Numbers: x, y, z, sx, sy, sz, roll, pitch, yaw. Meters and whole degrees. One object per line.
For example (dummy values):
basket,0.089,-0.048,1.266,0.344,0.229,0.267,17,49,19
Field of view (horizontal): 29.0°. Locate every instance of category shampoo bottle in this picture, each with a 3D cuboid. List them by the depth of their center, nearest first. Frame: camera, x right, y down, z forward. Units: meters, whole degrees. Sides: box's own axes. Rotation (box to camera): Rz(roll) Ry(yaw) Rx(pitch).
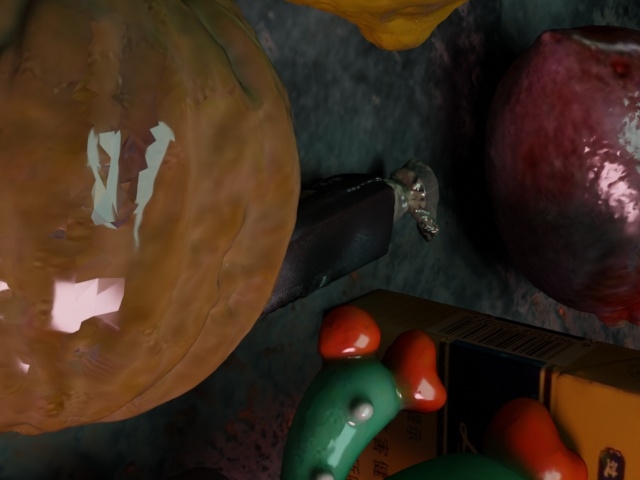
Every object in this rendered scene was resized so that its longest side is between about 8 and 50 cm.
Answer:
shampoo bottle,-0.001,-0.001,0.735,0.207,0.057,0.063,-25,119,-42

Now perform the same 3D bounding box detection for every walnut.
walnut,-0.108,-0.020,0.512,0.213,0.213,0.213,-18,114,-45

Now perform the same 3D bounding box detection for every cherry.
cherry,0.205,-0.056,0.862,0.250,0.192,0.175,48,30,-38

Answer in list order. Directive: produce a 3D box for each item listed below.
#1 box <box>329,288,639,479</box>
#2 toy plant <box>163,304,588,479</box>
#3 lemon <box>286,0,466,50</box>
box,0.116,0.129,0.767,0.070,0.237,0.152,-19,115,-47
toy plant,-0.015,0.206,0.612,0.400,0.279,0.185,-12,144,-27
lemon,0.028,-0.218,0.568,0.228,0.228,0.253,-40,113,-34
